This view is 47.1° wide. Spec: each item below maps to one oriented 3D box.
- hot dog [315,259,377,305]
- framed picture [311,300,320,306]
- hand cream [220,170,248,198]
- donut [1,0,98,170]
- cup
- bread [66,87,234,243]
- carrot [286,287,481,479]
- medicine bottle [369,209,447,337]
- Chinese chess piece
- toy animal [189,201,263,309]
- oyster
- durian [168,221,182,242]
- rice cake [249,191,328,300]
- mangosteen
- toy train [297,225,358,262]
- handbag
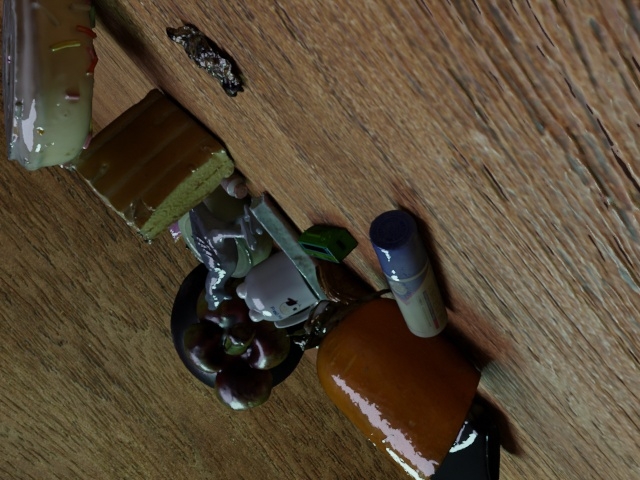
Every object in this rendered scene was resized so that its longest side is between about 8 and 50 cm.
[{"bbox_3d":[0.044,0.092,1.338,0.147,0.065,0.099,40,177,22],"label":"hot dog"},{"bbox_3d":[0.040,0.177,1.717,0.201,0.010,0.136,29,162,30],"label":"framed picture"},{"bbox_3d":[-0.212,-0.150,1.520,0.209,0.043,0.067,44,174,42],"label":"hand cream"},{"bbox_3d":[-0.493,-0.314,1.327,0.382,0.142,0.383,6,97,63],"label":"donut"},{"bbox_3d":[-0.090,0.107,1.581,0.134,0.142,0.173,62,-174,18],"label":"cup"},{"bbox_3d":[-0.328,-0.144,1.428,0.239,0.246,0.111,41,165,28],"label":"bread"},{"bbox_3d":[0.106,0.193,1.130,0.331,0.214,0.193,38,123,26],"label":"carrot"},{"bbox_3d":[0.114,0.048,0.918,0.059,0.059,0.231,39,168,35],"label":"medicine bottle"},{"bbox_3d":[-0.217,-0.016,1.673,0.238,0.092,0.238,24,144,19],"label":"Chinese chess piece"},{"bbox_3d":[-0.213,-0.016,1.522,0.206,0.081,0.367,-4,111,34],"label":"toy animal"},{"bbox_3d":[-0.152,-0.240,0.982,0.132,0.029,0.086,37,166,35],"label":"oyster"},{"bbox_3d":[-0.451,-0.140,2.253,0.260,0.154,0.186,60,-173,-70],"label":"durian"},{"bbox_3d":[-0.046,0.020,1.469,0.290,0.051,0.081,53,178,-20],"label":"rice cake"},{"bbox_3d":[-0.191,0.226,1.874,0.382,0.382,0.435,52,178,-24],"label":"mangosteen"},{"bbox_3d":[0.000,0.000,1.222,0.042,0.044,0.209,49,169,-14],"label":"toy train"},{"bbox_3d":[0.202,0.317,1.370,0.342,0.152,0.288,41,156,27],"label":"handbag"}]
